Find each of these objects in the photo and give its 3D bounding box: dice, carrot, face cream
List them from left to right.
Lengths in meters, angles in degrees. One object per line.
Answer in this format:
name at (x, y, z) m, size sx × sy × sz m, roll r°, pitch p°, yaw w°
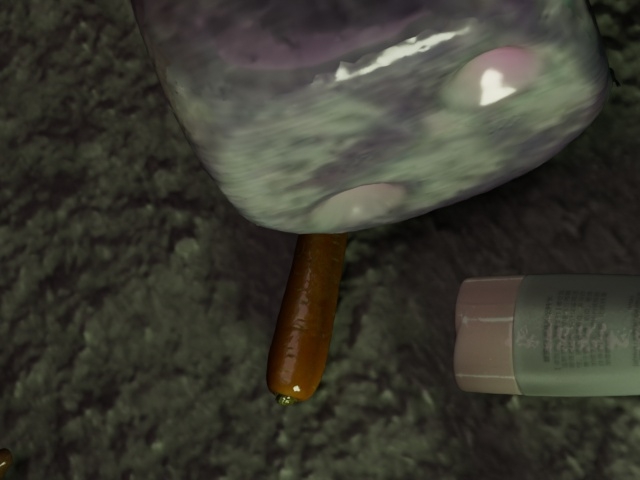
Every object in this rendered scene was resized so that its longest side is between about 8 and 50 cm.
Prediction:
carrot at (0.000, 0.000, 1.376) m, size 0.043 × 0.043 × 0.248 m, roll 5°, pitch 78°, yaw 27°
dice at (0.028, -0.177, 1.257) m, size 0.271 × 0.270 × 0.270 m, roll -20°, pitch 68°, yaw 8°
face cream at (0.187, 0.064, 1.261) m, size 0.198 × 0.057 × 0.084 m, roll 0°, pitch 77°, yaw 28°

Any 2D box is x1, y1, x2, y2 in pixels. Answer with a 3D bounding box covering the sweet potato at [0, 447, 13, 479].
sweet potato at (-0.325, 0.209, 1.469) m, size 0.202 × 0.058 × 0.055 m, roll -22°, pitch 89°, yaw 18°
